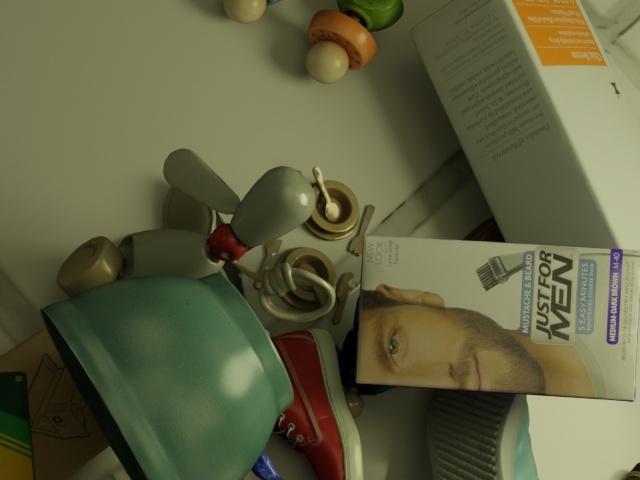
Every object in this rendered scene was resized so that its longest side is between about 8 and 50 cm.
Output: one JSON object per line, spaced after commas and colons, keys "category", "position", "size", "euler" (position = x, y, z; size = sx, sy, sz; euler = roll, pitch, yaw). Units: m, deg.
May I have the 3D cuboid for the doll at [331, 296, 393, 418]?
{"category": "doll", "position": [0.058, 0.139, 1.845], "size": [0.129, 0.046, 0.189], "euler": [15, 86, 21]}

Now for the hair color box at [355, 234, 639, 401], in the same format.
{"category": "hair color box", "position": [0.216, 0.094, 1.759], "size": [0.338, 0.110, 0.185], "euler": [3, 89, 5]}

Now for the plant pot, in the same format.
{"category": "plant pot", "position": [-0.153, 0.156, 1.592], "size": [0.196, 0.293, 0.293], "euler": [-29, 83, -15]}

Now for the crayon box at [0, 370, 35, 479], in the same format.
{"category": "crayon box", "position": [-0.458, 0.329, 1.510], "size": [0.313, 0.106, 0.363], "euler": [-2, 61, -18]}

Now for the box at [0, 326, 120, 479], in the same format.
{"category": "box", "position": [-0.308, 0.187, 1.718], "size": [0.201, 0.021, 0.164], "euler": [-36, 87, -29]}

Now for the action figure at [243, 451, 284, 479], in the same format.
{"category": "action figure", "position": [-0.031, 0.348, 1.722], "size": [0.280, 0.139, 0.091], "euler": [33, 60, 26]}

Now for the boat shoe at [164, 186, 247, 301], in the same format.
{"category": "boat shoe", "position": [-0.144, 0.015, 1.839], "size": [0.065, 0.075, 0.206], "euler": [22, 46, -62]}

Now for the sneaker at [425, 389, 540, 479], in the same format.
{"category": "sneaker", "position": [0.219, 0.296, 1.825], "size": [0.150, 0.135, 0.366], "euler": [55, 32, -34]}

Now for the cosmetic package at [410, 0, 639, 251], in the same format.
{"category": "cosmetic package", "position": [0.326, -0.129, 1.969], "size": [0.230, 0.161, 0.453], "euler": [-10, 73, -52]}

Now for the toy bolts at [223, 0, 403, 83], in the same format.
{"category": "toy bolts", "position": [-0.019, -0.339, 1.947], "size": [0.228, 0.218, 0.158], "euler": [29, 67, 11]}

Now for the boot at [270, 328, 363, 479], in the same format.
{"category": "boot", "position": [-0.050, 0.233, 1.770], "size": [0.176, 0.088, 0.244], "euler": [-6, 65, -23]}

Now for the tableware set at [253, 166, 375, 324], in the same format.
{"category": "tableware set", "position": [0.000, 0.000, 1.902], "size": [0.128, 0.039, 0.194], "euler": [25, 63, -12]}

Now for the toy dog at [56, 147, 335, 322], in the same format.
{"category": "toy dog", "position": [-0.149, -0.001, 1.724], "size": [0.333, 0.220, 0.161], "euler": [-13, 38, 12]}

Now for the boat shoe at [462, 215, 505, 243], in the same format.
{"category": "boat shoe", "position": [0.216, 0.069, 1.925], "size": [0.110, 0.104, 0.307], "euler": [39, 61, -3]}

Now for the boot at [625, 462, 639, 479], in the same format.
{"category": "boot", "position": [0.462, 0.414, 1.919], "size": [0.198, 0.077, 0.137], "euler": [41, 65, 12]}
